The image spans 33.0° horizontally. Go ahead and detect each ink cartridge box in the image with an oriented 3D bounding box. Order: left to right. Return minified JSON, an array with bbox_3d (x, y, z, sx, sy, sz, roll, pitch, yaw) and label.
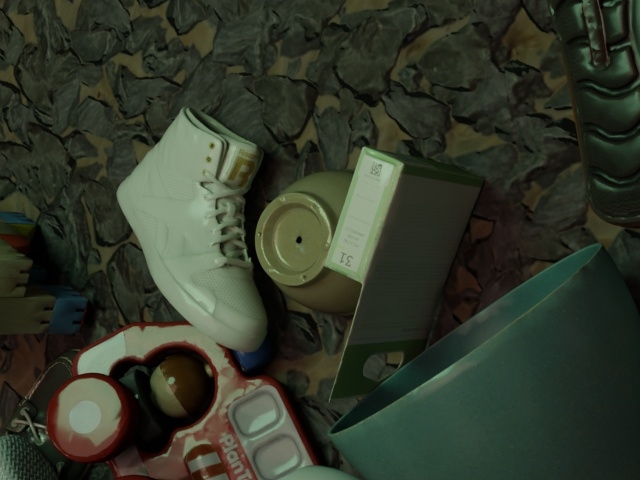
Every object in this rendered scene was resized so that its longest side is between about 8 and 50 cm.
[{"bbox_3d":[0.068,0.034,1.062,0.056,0.171,0.235,25,102,32],"label":"ink cartridge box"}]

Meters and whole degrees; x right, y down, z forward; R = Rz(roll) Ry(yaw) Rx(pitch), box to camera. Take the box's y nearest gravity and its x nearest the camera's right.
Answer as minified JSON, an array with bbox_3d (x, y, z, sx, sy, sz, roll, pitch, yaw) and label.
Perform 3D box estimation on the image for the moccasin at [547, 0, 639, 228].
[{"bbox_3d":[0.294,-0.201,0.958,0.139,0.147,0.379,-16,83,46],"label":"moccasin"}]

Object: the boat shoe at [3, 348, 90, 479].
[{"bbox_3d":[-0.372,0.298,1.378,0.112,0.095,0.335,27,102,31],"label":"boat shoe"}]

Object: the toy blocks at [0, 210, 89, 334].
[{"bbox_3d":[-0.463,0.020,1.368,0.381,0.261,0.190,26,104,38],"label":"toy blocks"}]

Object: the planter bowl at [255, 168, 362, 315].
[{"bbox_3d":[0.000,0.000,1.145,0.162,0.109,0.162,-2,87,32],"label":"planter bowl"}]

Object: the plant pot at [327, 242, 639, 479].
[{"bbox_3d":[0.180,0.163,0.941,0.290,0.290,0.195,-38,86,26],"label":"plant pot"}]

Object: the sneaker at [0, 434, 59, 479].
[{"bbox_3d":[-0.369,0.433,1.292,0.210,0.137,0.365,-28,88,7],"label":"sneaker"}]

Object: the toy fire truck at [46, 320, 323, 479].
[{"bbox_3d":[-0.144,0.224,1.217,0.254,0.169,0.302,-27,71,2],"label":"toy fire truck"}]

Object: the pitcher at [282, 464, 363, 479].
[{"bbox_3d":[0.021,0.310,0.921,0.207,0.125,0.177,39,83,28],"label":"pitcher"}]

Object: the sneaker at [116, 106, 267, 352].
[{"bbox_3d":[-0.117,-0.028,1.209,0.169,0.108,0.292,-51,55,21],"label":"sneaker"}]
